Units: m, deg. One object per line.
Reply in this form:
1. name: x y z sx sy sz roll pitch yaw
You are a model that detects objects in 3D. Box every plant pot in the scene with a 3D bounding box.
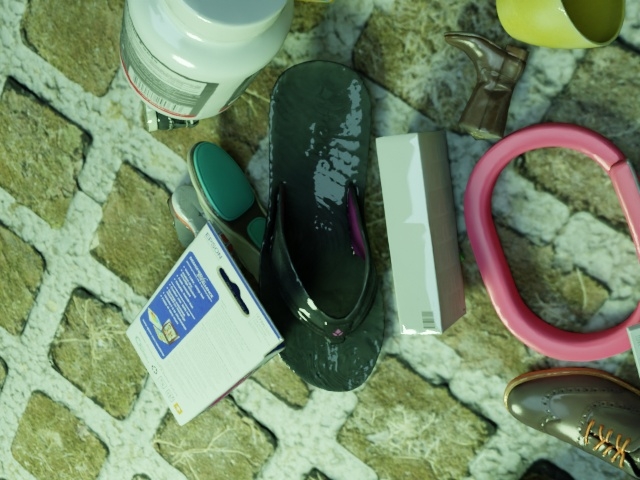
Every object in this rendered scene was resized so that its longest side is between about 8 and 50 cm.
1. plant pot: 0.247 -0.262 0.797 0.095 0.134 0.134 -7 103 51

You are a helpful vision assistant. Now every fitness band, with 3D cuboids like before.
1. fitness band: 0.290 0.003 0.890 0.209 0.054 0.291 -17 97 30

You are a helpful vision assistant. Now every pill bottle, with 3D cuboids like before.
1. pill bottle: -0.131 -0.251 0.839 0.176 0.318 0.176 1 87 -18

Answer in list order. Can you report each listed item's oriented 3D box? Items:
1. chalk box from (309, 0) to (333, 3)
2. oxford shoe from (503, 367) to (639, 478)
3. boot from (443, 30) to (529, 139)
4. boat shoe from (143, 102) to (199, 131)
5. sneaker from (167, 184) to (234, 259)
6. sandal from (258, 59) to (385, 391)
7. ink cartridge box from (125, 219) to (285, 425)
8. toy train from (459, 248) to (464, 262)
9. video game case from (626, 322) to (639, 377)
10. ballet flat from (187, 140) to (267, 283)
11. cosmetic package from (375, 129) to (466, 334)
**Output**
1. chalk box: 0.002 -0.399 0.852 0.132 0.132 0.213 -19 96 27
2. oxford shoe: 0.353 0.223 0.895 0.271 0.098 0.097 8 108 22
3. boot: 0.179 -0.181 0.876 0.106 0.037 0.114 21 98 15
4. boat shoe: -0.212 -0.270 1.031 0.079 0.084 0.233 -5 98 -12
5. sneaker: -0.179 -0.005 1.104 0.065 0.061 0.158 -14 99 54
6. sandal: -0.002 -0.001 0.953 0.168 0.107 0.445 -6 104 -5
7. ink cartridge box: -0.158 0.122 1.035 0.175 0.069 0.371 57 142 10
8. toy train: 0.154 0.038 0.978 0.083 0.017 0.023 -39 98 28
9. video game case: 0.419 0.114 0.848 0.122 0.011 0.087 -20 117 11
10. ballet flat: -0.115 -0.023 1.051 0.086 0.086 0.248 -36 90 28
11. cosmetic package: 0.125 -0.012 0.915 0.060 0.099 0.239 -4 97 31
